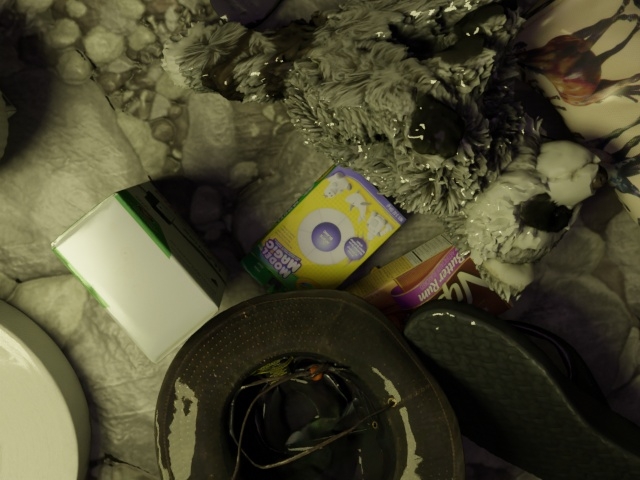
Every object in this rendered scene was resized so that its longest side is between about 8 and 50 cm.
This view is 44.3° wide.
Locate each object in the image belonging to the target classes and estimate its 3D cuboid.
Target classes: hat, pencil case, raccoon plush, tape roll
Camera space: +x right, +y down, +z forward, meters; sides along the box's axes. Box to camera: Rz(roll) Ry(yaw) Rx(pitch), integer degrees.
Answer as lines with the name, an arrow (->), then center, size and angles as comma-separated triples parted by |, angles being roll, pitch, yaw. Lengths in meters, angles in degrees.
hat -> -0.014, 0.222, 0.850 | 0.331, 0.134, 0.331 | 0, 78, 0
pencil case -> 0.359, -0.111, 0.849 | 0.183, 0.160, 0.410 | -37, 99, 30
raccoon plush -> 0.077, -0.117, 0.852 | 0.216, 0.446, 0.299 | -50, 138, -20
tape roll -> -0.471, 0.242, 0.928 | 0.392, 0.072, 0.392 | 0, 98, -2

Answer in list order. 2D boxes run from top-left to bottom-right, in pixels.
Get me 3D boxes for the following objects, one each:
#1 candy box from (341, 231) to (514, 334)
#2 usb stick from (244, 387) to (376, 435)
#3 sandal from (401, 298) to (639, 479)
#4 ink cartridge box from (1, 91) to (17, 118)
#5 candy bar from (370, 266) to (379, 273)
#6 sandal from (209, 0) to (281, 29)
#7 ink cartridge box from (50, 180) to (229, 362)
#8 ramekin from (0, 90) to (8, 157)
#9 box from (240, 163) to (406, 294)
candy box -> 0.117, 0.072, 0.914 | 0.187, 0.053, 0.109 | -29, 109, 0
usb stick -> 0.027, 0.235, 0.947 | 0.278, 0.045, 0.077 | 30, 69, -6
sandal -> 0.263, 0.192, 0.918 | 0.446, 0.107, 0.167 | 37, 134, -20
ink cartridge box -> -0.489, -0.159, 0.875 | 0.206, 0.045, 0.208 | -39, 100, 4
candy bar -> 0.030, 0.103, 0.946 | 0.040, 0.018, 0.161 | 40, 96, -9
sandal -> -0.026, -0.341, 0.855 | 0.097, 0.054, 0.254 | 32, 97, -6
ink cartridge box -> -0.179, 0.023, 0.833 | 0.087, 0.208, 0.153 | -40, 99, 2
ramekin -> -0.425, -0.123, 0.807 | 0.207, 0.109, 0.207 | -1, 100, -3
box -> 0.000, 0.000, 0.917 | 0.105, 0.043, 0.179 | 44, 97, -7
